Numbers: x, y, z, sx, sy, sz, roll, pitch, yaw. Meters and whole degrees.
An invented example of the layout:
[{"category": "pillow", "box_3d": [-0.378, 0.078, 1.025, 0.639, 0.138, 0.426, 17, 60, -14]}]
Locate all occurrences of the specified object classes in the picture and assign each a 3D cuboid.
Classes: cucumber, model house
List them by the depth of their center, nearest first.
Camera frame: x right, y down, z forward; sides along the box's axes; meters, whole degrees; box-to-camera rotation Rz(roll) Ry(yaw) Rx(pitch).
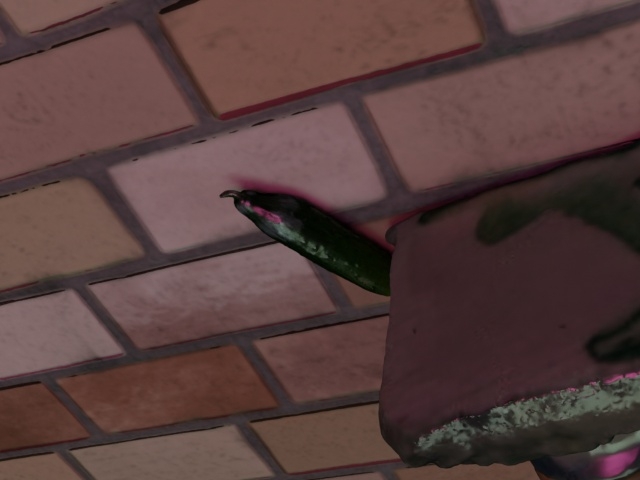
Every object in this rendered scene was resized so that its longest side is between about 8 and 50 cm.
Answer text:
[{"category": "model house", "box_3d": [0.229, 0.113, 0.694, 0.267, 0.194, 0.325, -19, 131, 26]}, {"category": "cucumber", "box_3d": [0.000, 0.000, 0.726, 0.155, 0.037, 0.037, 29, 132, -18]}]
